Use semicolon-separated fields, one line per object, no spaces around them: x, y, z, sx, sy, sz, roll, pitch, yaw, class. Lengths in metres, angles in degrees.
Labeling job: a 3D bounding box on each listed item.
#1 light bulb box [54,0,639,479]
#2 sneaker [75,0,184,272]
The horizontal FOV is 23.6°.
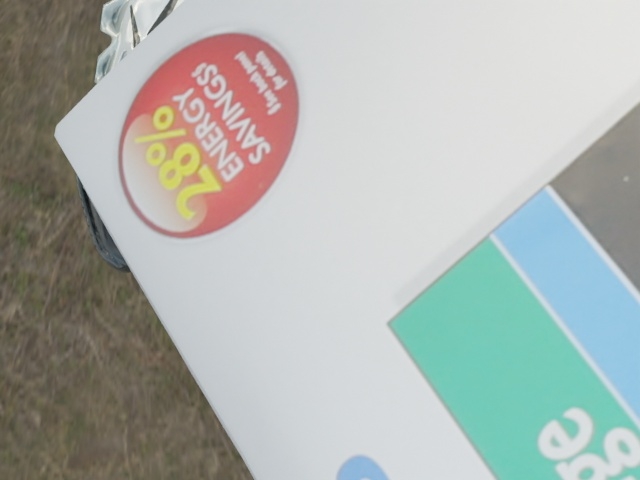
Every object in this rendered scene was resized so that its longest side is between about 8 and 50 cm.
0.152;0.057;0.575;0.225;0.358;0.361;-43;147;13;light bulb box
-0.166;-0.128;1.631;0.146;0.122;0.331;3;86;27;sneaker
